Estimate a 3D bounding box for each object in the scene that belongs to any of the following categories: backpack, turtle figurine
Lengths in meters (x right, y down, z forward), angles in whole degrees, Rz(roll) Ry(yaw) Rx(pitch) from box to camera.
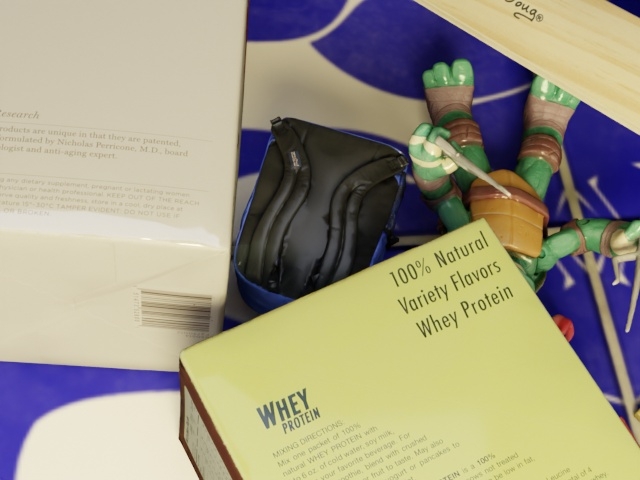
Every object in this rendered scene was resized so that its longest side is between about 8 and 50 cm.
[{"bbox_3d":[0.000,0.000,0.730,0.098,0.101,0.120,14,64,9],"label":"backpack"},{"bbox_3d":[0.126,-0.026,0.755,0.175,0.118,0.234,21,41,-16],"label":"turtle figurine"}]

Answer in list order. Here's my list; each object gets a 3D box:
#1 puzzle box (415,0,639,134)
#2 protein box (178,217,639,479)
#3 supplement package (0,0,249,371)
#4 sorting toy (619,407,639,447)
[{"bbox_3d":[0.176,-0.112,0.694,0.409,0.272,0.052,39,106,31],"label":"puzzle box"},{"bbox_3d":[0.050,0.132,0.642,0.200,0.136,0.201,-23,67,-19],"label":"protein box"},{"bbox_3d":[-0.137,-0.087,0.716,0.175,0.177,0.293,4,61,-5],"label":"supplement package"},{"bbox_3d":[0.261,0.203,0.685,0.132,0.046,0.274,-16,64,-17],"label":"sorting toy"}]
